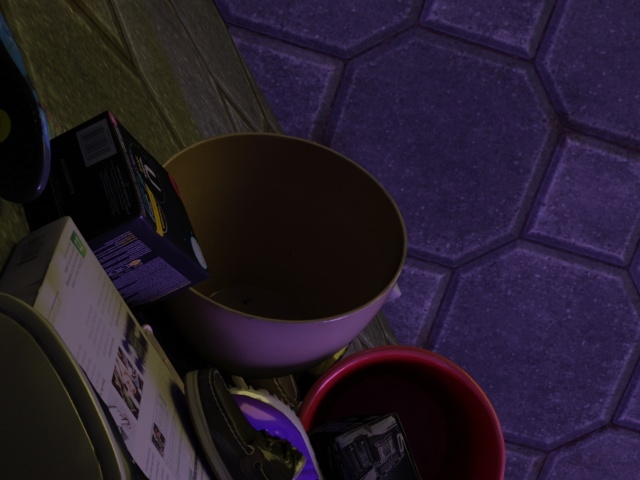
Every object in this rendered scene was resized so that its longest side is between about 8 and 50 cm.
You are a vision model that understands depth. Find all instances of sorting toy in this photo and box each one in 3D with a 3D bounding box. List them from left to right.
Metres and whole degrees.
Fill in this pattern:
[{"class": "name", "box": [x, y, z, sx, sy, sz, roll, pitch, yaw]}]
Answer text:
[{"class": "sorting toy", "box": [-0.152, 0.133, 1.120, 0.083, 0.045, 0.075, 54, -11, 26]}]

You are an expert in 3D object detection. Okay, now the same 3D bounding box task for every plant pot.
[{"class": "plant pot", "box": [-0.064, 0.044, 1.338, 0.191, 0.284, 0.284, 106, -27, -43]}, {"class": "plant pot", "box": [0.093, 0.274, 1.605, 0.275, 0.275, 0.243, 64, -3, 3]}]

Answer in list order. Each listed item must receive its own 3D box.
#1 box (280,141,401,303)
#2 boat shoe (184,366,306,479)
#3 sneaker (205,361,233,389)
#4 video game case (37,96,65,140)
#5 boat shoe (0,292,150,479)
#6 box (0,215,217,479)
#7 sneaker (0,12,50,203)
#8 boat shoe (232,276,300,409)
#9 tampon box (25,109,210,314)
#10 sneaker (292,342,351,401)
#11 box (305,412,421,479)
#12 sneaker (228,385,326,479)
[{"class": "box", "box": [0.000, 0.000, 1.560, 0.182, 0.119, 0.181, 66, 8, 23]}, {"class": "boat shoe", "box": [-0.044, 0.204, 1.046, 0.223, 0.073, 0.080, 64, 6, -2]}, {"class": "sneaker", "box": [-0.113, 0.136, 1.395, 0.083, 0.035, 0.031, 67, 9, 28]}, {"class": "video game case", "box": [-0.283, -0.119, 1.188, 0.122, 0.011, 0.087, 56, 10, -47]}, {"class": "boat shoe", "box": [-0.134, 0.191, 0.686, 0.113, 0.127, 0.340, -5, 71, -84]}, {"class": "box", "box": [-0.152, 0.160, 0.953, 0.322, 0.058, 0.232, 60, 8, -20]}, {"class": "sneaker", "box": [-0.274, -0.124, 1.044, 0.209, 0.069, 0.082, 65, 3, 15]}, {"class": "boat shoe", "box": [-0.097, 0.068, 1.506, 0.324, 0.096, 0.116, 64, 7, 7]}, {"class": "tampon box", "box": [-0.191, -0.020, 1.125, 0.120, 0.101, 0.161, 68, 8, 26]}, {"class": "sneaker", "box": [-0.070, 0.069, 1.760, 0.182, 0.158, 0.410, 25, 28, -25]}, {"class": "box", "box": [0.077, 0.350, 1.352, 0.242, 0.076, 0.307, 139, -70, -76]}, {"class": "sneaker", "box": [-0.036, 0.273, 1.189, 0.293, 0.102, 0.146, 59, 9, -34]}]
